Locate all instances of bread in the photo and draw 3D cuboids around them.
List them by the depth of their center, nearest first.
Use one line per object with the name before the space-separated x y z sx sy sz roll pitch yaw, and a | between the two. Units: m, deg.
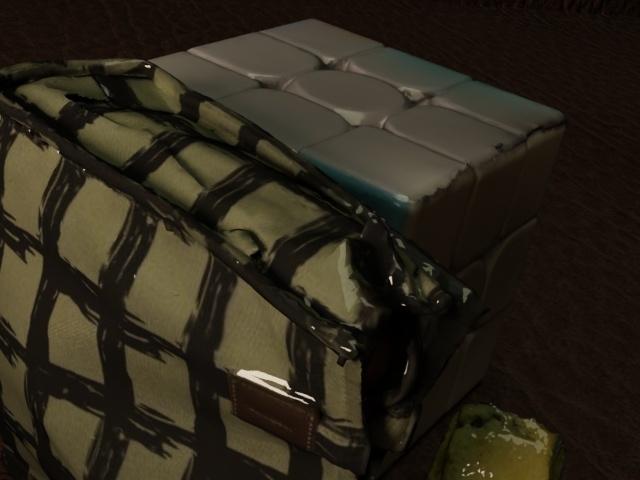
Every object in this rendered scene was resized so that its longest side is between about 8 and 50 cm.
bread | 0.127 0.203 0.686 0.103 0.156 0.110 11 60 14

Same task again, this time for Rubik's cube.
Rubik's cube | 0.000 0.000 0.798 0.290 0.291 0.291 27 32 26

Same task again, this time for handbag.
handbag | -0.081 0.085 0.573 0.162 0.325 0.327 -18 39 -39
